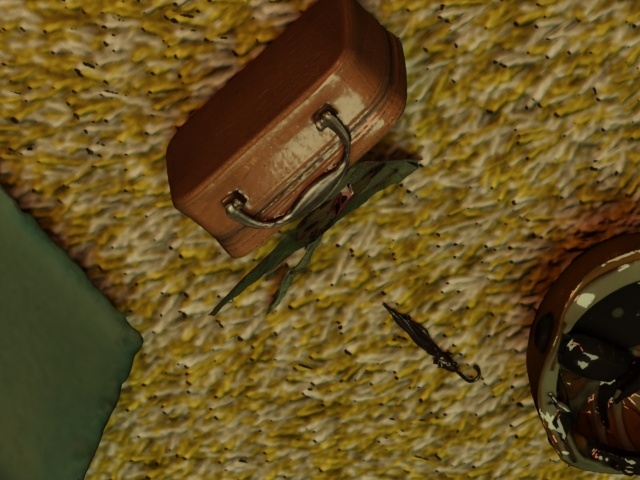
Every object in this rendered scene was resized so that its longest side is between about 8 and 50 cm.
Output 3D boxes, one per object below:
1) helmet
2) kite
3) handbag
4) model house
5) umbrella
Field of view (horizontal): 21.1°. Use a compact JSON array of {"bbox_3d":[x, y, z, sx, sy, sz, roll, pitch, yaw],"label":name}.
[{"bbox_3d":[0.257,0.082,1.418,0.198,0.130,0.224,1,112,-15],"label":"helmet"},{"bbox_3d":[-0.001,-0.001,1.321,0.229,0.012,0.250,-34,169,-29],"label":"kite"},{"bbox_3d":[-0.024,-0.083,1.250,0.193,0.151,0.072,-40,115,15],"label":"handbag"},{"bbox_3d":[-0.330,0.095,1.301,0.249,0.230,0.280,-18,125,32],"label":"model house"},{"bbox_3d":[0.092,0.090,1.464,0.122,0.013,0.022,36,99,-26],"label":"umbrella"}]
